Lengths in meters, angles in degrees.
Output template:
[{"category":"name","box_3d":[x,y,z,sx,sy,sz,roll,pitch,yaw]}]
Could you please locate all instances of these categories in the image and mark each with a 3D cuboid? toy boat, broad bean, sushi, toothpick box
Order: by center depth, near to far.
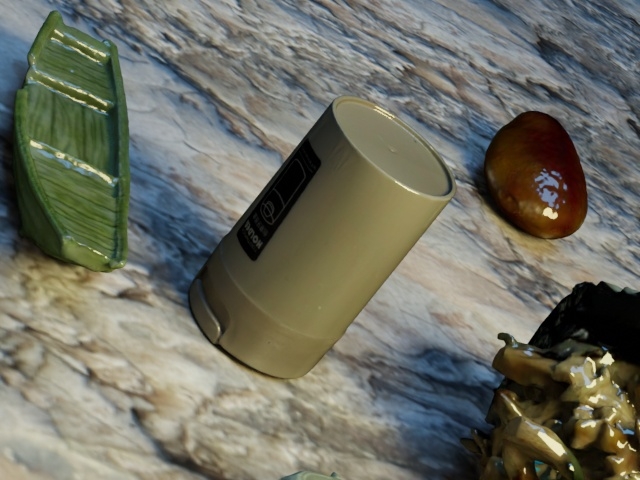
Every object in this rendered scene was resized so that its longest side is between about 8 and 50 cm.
[{"category":"toothpick box","box_3d":[0.000,0.000,1.106,0.111,0.181,0.111,31,26,-17]},{"category":"toy boat","box_3d":[-0.178,-0.062,1.119,0.093,0.055,0.293,26,29,-26]},{"category":"sushi","box_3d":[0.211,0.162,1.127,0.238,0.219,0.225,27,-16,6]},{"category":"broad bean","box_3d":[0.218,-0.063,1.595,0.114,0.084,0.165,19,35,-2]}]

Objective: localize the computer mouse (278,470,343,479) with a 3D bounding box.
[{"category":"computer mouse","box_3d":[0.005,0.197,0.941,0.089,0.056,0.182,32,19,-17]}]
